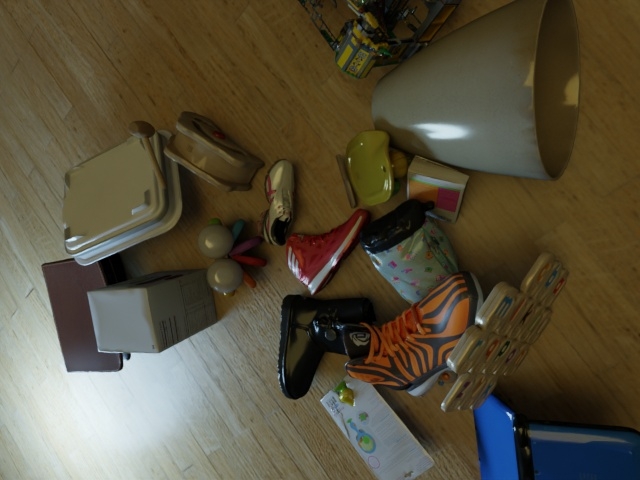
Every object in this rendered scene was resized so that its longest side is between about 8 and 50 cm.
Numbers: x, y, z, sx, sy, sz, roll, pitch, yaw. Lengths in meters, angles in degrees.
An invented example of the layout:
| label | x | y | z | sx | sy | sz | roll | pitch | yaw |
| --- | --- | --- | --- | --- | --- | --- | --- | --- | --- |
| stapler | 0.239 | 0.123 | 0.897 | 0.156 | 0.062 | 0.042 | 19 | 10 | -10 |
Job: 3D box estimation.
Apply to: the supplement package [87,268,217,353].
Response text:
| label | x | y | z | sx | sy | sz | roll | pitch | yaw |
| --- | --- | --- | --- | --- | --- | --- | --- | --- | --- |
| supplement package | -0.399 | 0.163 | 1.001 | 0.194 | 0.203 | 0.149 | -6 | 96 | 24 |

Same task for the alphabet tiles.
| label | x | y | z | sx | sy | sz | roll | pitch | yaw |
| --- | --- | --- | --- | --- | --- | --- | --- | --- | --- |
| alphabet tiles | 0.292 | 0.150 | 0.650 | 0.021 | 0.284 | 0.277 | 37 | 100 | 42 |

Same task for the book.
| label | x | y | z | sx | sy | sz | roll | pitch | yaw |
| --- | --- | --- | --- | --- | --- | --- | --- | --- | --- |
| book | 0.203 | -0.082 | 0.733 | 0.096 | 0.144 | 0.035 | 23 | 72 | 18 |

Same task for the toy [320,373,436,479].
| label | x | y | z | sx | sy | sz | roll | pitch | yaw |
| --- | --- | --- | --- | --- | --- | --- | --- | --- | --- |
| toy | 0.122 | 0.397 | 0.889 | 0.237 | 0.056 | 0.137 | 47 | 116 | 16 |

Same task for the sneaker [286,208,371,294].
| label | x | y | z | sx | sy | sz | roll | pitch | yaw |
| --- | --- | --- | --- | --- | --- | --- | --- | --- | --- |
| sneaker | 0.000 | 0.000 | 0.864 | 0.128 | 0.087 | 0.221 | 39 | 110 | 12 |

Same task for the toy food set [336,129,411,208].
| label | x | y | z | sx | sy | sz | roll | pitch | yaw |
| --- | --- | --- | --- | --- | --- | --- | --- | --- | --- |
| toy food set | 0.106 | -0.135 | 0.766 | 0.071 | 0.218 | 0.128 | -21 | 94 | -15 |

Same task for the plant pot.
| label | x | y | z | sx | sy | sz | roll | pitch | yaw |
| --- | --- | --- | --- | --- | --- | --- | --- | --- | --- |
| plant pot | 0.228 | -0.220 | 0.657 | 0.274 | 0.257 | 0.256 | 5 | 101 | 41 |

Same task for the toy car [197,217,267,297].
| label | x | y | z | sx | sy | sz | roll | pitch | yaw |
| --- | --- | --- | --- | --- | --- | --- | --- | --- | --- |
| toy car | -0.194 | 0.031 | 0.936 | 0.136 | 0.159 | 0.181 | -15 | 92 | -9 |

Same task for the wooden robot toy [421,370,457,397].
| label | x | y | z | sx | sy | sz | roll | pitch | yaw |
| --- | --- | --- | --- | --- | --- | --- | --- | --- | --- |
| wooden robot toy | 0.235 | 0.247 | 0.801 | 0.173 | 0.079 | 0.076 | -45 | 80 | 23 |

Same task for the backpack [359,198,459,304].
| label | x | y | z | sx | sy | sz | roll | pitch | yaw |
| --- | --- | --- | --- | --- | --- | --- | --- | --- | --- |
| backpack | 0.172 | 0.032 | 0.757 | 0.152 | 0.115 | 0.182 | -29 | 111 | 38 |

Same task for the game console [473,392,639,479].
| label | x | y | z | sx | sy | sz | roll | pitch | yaw |
| --- | --- | --- | --- | --- | --- | --- | --- | --- | --- |
| game console | 0.395 | 0.410 | 0.705 | 0.250 | 0.173 | 0.292 | -6 | 96 | 25 |

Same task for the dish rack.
| label | x | y | z | sx | sy | sz | roll | pitch | yaw |
| --- | --- | --- | --- | --- | --- | --- | --- | --- | --- |
| dish rack | -0.499 | -0.116 | 0.997 | 0.333 | 0.072 | 0.285 | -21 | 68 | 16 |

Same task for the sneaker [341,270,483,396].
| label | x | y | z | sx | sy | sz | roll | pitch | yaw |
| --- | --- | --- | --- | --- | --- | --- | --- | --- | --- |
| sneaker | 0.135 | 0.168 | 0.703 | 0.180 | 0.124 | 0.321 | 10 | 130 | -9 |

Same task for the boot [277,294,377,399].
| label | x | y | z | sx | sy | sz | roll | pitch | yaw |
| --- | --- | --- | --- | --- | --- | --- | --- | --- | --- |
| boot | 0.018 | 0.237 | 0.887 | 0.207 | 0.094 | 0.246 | 2 | 93 | 27 |

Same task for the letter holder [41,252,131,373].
| label | x | y | z | sx | sy | sz | roll | pitch | yaw |
| --- | --- | --- | --- | --- | --- | --- | --- | --- | --- |
| letter holder | -0.580 | 0.184 | 1.115 | 0.215 | 0.152 | 0.301 | -9 | 95 | 23 |

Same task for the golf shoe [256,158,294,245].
| label | x | y | z | sx | sy | sz | roll | pitch | yaw |
| --- | --- | --- | --- | --- | --- | --- | --- | --- | --- |
| golf shoe | -0.081 | -0.078 | 0.885 | 0.086 | 0.068 | 0.185 | 32 | 118 | 46 |

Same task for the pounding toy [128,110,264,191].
| label | x | y | z | sx | sy | sz | roll | pitch | yaw |
| --- | --- | --- | --- | --- | --- | --- | --- | --- | --- |
| pounding toy | -0.280 | -0.185 | 0.934 | 0.270 | 0.154 | 0.154 | 32 | 111 | -4 |

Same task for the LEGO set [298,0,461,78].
| label | x | y | z | sx | sy | sz | roll | pitch | yaw |
| --- | --- | --- | --- | --- | --- | --- | --- | --- | --- |
| LEGO set | 0.084 | -0.441 | 0.660 | 0.192 | 0.255 | 0.331 | -47 | 65 | 50 |
